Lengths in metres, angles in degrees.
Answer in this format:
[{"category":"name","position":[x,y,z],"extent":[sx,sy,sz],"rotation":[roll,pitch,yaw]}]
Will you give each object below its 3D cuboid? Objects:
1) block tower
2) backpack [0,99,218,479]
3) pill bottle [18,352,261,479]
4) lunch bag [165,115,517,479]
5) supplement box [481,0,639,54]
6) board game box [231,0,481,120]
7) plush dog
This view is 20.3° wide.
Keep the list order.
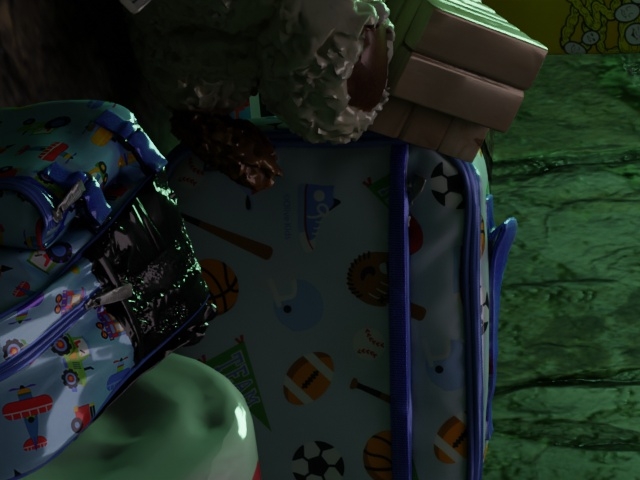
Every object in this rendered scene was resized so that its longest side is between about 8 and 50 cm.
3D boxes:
[{"category":"block tower","position":[0.020,-0.163,1.208],"extent":[0.091,0.097,0.335],"rotation":[-64,-149,16]},{"category":"backpack","position":[-0.149,0.029,0.737],"extent":[0.173,0.158,0.116],"rotation":[-51,133,-52]},{"category":"pill bottle","position":[-0.103,0.227,0.874],"extent":[0.176,0.176,0.318],"rotation":[-65,153,-62]},{"category":"lunch bag","position":[0.011,0.053,1.231],"extent":[0.115,0.243,0.303],"rotation":[-38,129,-75]},{"category":"supplement box","position":[0.153,-0.282,1.600],"extent":[0.195,0.357,0.194],"rotation":[-64,151,-64]},{"category":"board game box","position":[0.024,-0.169,1.397],"extent":[0.053,0.193,0.305],"rotation":[78,18,-44]},{"category":"plush dog","position":[-0.065,-0.161,1.107],"extent":[0.225,0.211,0.262],"rotation":[110,-16,-65]}]
